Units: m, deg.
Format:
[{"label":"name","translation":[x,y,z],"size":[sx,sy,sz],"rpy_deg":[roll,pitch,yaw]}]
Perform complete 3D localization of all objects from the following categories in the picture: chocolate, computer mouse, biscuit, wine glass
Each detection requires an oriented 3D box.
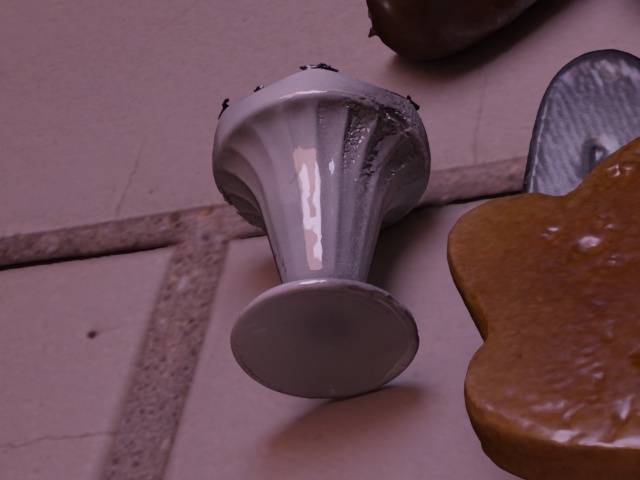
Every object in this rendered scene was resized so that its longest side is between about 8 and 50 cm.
[{"label":"chocolate","translation":[0.156,-0.236,1.556],"size":[0.261,0.161,0.083],"rpy_deg":[-40,67,-5]},{"label":"computer mouse","translation":[0.194,-0.029,1.354],"size":[0.113,0.068,0.229],"rpy_deg":[3,59,14]},{"label":"biscuit","translation":[0.205,0.030,1.198],"size":[0.287,0.057,0.344],"rpy_deg":[4,40,33]},{"label":"wine glass","translation":[0.000,0.000,1.381],"size":[0.165,0.165,0.196],"rpy_deg":[-15,48,18]}]
